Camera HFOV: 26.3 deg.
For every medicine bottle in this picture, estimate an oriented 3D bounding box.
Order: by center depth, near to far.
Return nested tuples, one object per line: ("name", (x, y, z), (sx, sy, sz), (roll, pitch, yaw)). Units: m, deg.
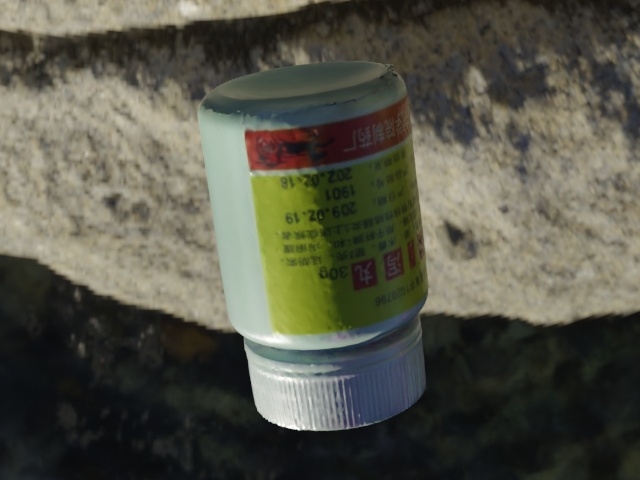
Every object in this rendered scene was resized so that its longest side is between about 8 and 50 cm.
("medicine bottle", (0.000, 0.000, 0.917), (0.139, 0.139, 0.225), (-7, 108, -1))
